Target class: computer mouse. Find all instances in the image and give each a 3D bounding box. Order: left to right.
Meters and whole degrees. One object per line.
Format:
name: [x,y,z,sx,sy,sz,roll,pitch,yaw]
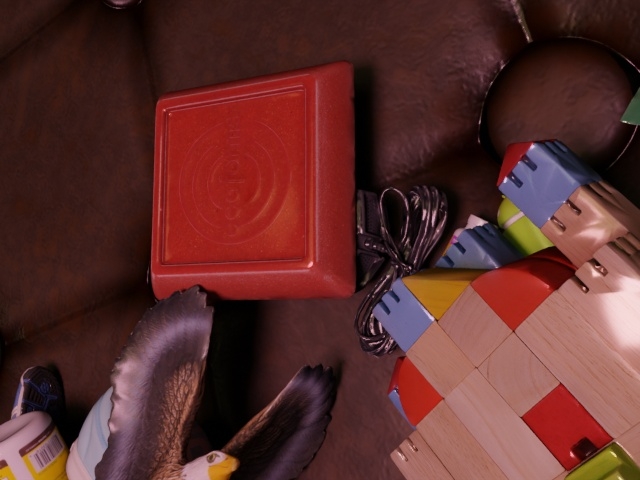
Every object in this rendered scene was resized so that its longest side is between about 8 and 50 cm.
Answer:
computer mouse: [0.000,0.000,0.698,0.272,0.072,0.189,21,93,25]

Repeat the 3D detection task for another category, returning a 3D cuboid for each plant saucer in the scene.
plant saucer: [-0.090,-0.064,0.680,0.258,0.047,0.259,-3,82,24]

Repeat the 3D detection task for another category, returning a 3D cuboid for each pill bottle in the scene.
pill bottle: [-0.374,0.347,0.821,0.117,0.117,0.215,-17,102,28]
pill bottle: [0.147,0.017,0.622,0.043,0.043,0.083,30,100,29]

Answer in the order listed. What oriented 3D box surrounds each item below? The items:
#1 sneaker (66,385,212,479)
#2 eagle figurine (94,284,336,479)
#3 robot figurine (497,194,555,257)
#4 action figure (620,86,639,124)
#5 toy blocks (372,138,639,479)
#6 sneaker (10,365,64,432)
sneaker: [-0.171,0.299,0.727,0.365,0.135,0.150,28,102,29]
eagle figurine: [-0.129,0.225,0.613,0.225,0.298,0.226,-6,124,23]
robot figurine: [0.211,-0.004,0.573,0.101,0.067,0.115,-48,61,53]
action figure: [0.388,-0.118,0.490,0.232,0.063,0.137,29,97,26]
toy blocks: [0.163,0.101,0.506,0.261,0.190,0.381,51,130,24]
sneaker: [-0.437,0.294,0.913,0.081,0.080,0.211,-3,83,28]
